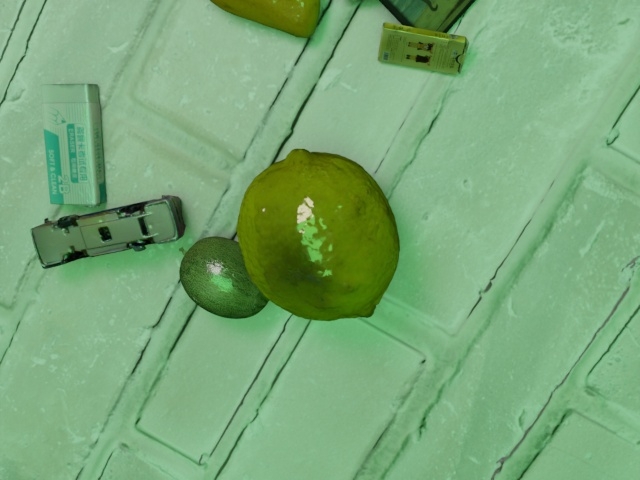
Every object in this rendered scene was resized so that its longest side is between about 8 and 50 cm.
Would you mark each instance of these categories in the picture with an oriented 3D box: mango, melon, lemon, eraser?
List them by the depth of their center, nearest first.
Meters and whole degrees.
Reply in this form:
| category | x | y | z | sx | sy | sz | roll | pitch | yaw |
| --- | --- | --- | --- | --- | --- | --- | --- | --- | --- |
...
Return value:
| category | x | y | z | sx | sy | sz | roll | pitch | yaw |
| --- | --- | --- | --- | --- | --- | --- | --- | --- | --- |
| mango | -0.123 | -0.469 | 1.133 | 0.317 | 0.119 | 0.176 | 39 | 94 | -7 |
| lemon | 0.000 | 0.000 | 1.133 | 0.268 | 0.268 | 0.322 | -17 | 103 | 9 |
| melon | -0.179 | 0.066 | 1.228 | 0.192 | 0.139 | 0.139 | 32 | 102 | 1 |
| eraser | -0.460 | -0.177 | 1.255 | 0.095 | 0.052 | 0.225 | 1 | 102 | 8 |

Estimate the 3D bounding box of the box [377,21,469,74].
| category | x | y | z | sx | sy | sz | roll | pitch | yaw |
| --- | --- | --- | --- | --- | --- | --- | --- | --- | --- |
| box | 0.175 | -0.329 | 1.154 | 0.149 | 0.020 | 0.073 | 12 | 144 | 4 |

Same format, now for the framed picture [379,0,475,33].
| category | x | y | z | sx | sy | sz | roll | pitch | yaw |
| --- | --- | --- | --- | --- | --- | --- | --- | --- | --- |
| framed picture | 0.157 | -0.506 | 1.059 | 0.347 | 0.016 | 0.265 | 36 | 104 | -33 |

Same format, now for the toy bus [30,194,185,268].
| category | x | y | z | sx | sy | sz | roll | pitch | yaw |
| --- | --- | --- | --- | --- | --- | --- | --- | --- | --- |
| toy bus | -0.385 | -0.022 | 1.245 | 0.274 | 0.112 | 0.090 | -11 | 101 | 8 |
